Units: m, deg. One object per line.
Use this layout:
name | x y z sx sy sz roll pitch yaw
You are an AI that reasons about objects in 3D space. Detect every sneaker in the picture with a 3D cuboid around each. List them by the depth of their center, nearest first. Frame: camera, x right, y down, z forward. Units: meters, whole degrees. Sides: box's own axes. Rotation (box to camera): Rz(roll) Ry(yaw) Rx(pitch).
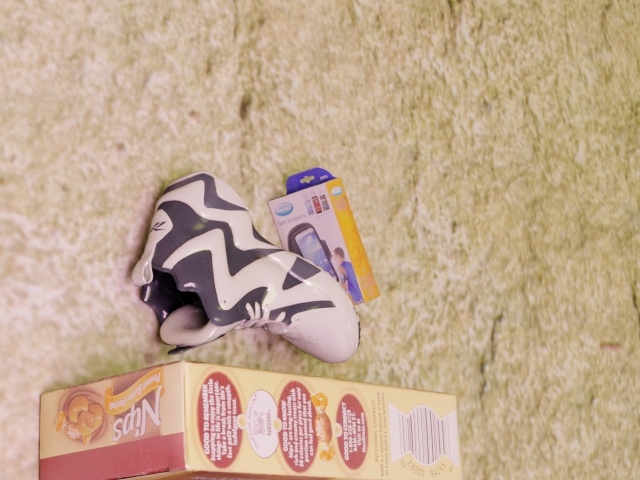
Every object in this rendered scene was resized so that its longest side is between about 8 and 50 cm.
sneaker | -0.073 0.066 1.261 0.235 0.094 0.153 49 49 -25

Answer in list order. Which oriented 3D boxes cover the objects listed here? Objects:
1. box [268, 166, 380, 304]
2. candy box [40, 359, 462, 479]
box | 0.000 0.000 1.368 0.028 0.081 0.136 -24 95 -47
candy box | -0.051 0.167 1.185 0.316 0.183 0.088 13 68 -44
